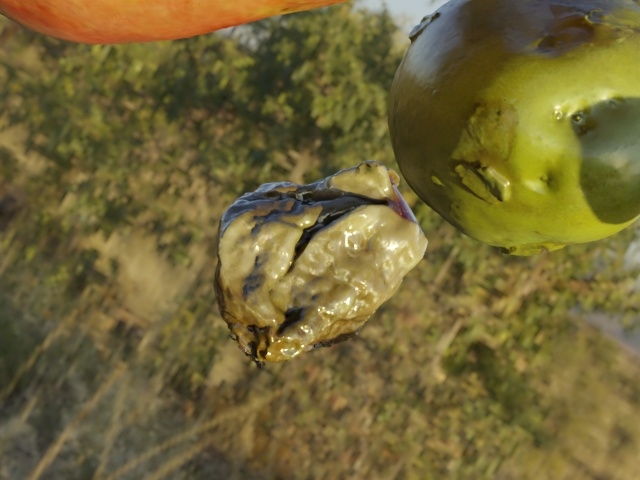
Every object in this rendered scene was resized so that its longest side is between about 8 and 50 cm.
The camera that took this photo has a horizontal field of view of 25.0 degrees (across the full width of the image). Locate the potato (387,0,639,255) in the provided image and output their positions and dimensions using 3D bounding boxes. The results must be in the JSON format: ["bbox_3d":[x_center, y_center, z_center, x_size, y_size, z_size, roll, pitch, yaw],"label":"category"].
[{"bbox_3d":[0.131,-0.085,0.890,0.148,0.186,0.253,51,-5,-25],"label":"potato"}]

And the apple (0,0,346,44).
[{"bbox_3d":[-0.058,-0.287,0.759,0.364,0.364,0.364,30,5,-3],"label":"apple"}]

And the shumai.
[{"bbox_3d":[-0.002,-0.003,1.414,0.184,0.185,0.218,45,23,12],"label":"shumai"}]
